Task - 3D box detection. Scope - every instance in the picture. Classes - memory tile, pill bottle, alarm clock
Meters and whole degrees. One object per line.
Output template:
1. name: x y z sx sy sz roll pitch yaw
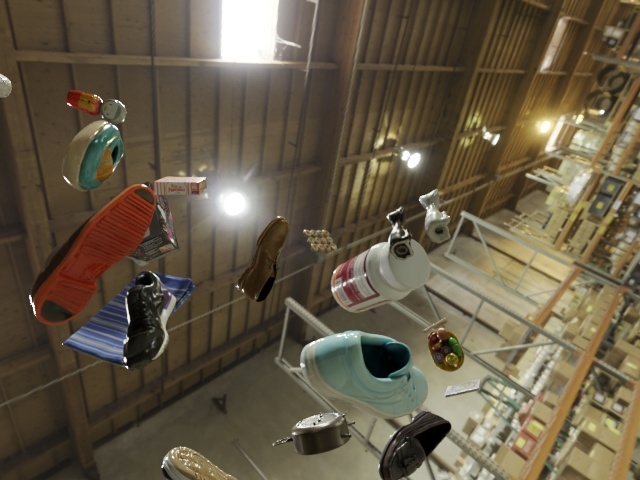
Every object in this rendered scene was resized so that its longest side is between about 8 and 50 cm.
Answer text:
1. memory tile: 0.000 0.000 1.762 0.147 0.113 0.012 -1 -35 -43
2. pill bottle: 0.226 0.138 1.593 0.224 0.224 0.392 -32 -1 -34
3. alarm clock: -0.019 0.440 0.931 0.191 0.064 0.129 -18 -11 5

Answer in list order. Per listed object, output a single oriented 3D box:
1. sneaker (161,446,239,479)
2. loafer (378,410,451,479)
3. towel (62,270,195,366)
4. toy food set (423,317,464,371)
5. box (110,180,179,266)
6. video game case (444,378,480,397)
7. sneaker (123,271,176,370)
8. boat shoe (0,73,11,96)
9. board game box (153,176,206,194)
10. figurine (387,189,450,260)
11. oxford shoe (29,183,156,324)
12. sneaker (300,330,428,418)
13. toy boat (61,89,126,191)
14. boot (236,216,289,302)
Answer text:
1. sneaker: -0.233 0.501 0.749 0.153 0.099 0.282 -42 -50 -16
2. loafer: 0.288 0.607 1.215 0.302 0.095 0.109 -18 -85 -46
3. towel: -0.573 0.218 1.250 0.336 0.243 0.040 -57 -33 -46
4. toy food set: 0.503 0.426 1.680 0.128 0.218 0.071 -25 -37 11
5. box: -0.640 -0.062 1.479 0.163 0.247 0.142 -24 -29 -2
6. video game case: 0.512 0.531 1.465 0.122 0.011 0.087 -24 -7 24
7. sneaker: -0.431 0.179 0.972 0.107 0.283 0.124 -22 -61 -2
8. boat shoe: -0.805 -0.384 0.932 0.066 0.184 0.063 -57 -5 10
9. board game box: -0.483 -0.191 1.423 0.146 0.193 0.045 -1 -76 -9
10. figurine: 0.322 -0.066 1.366 0.214 0.210 0.092 -29 -56 24
11. oxford shoe: -0.393 0.004 0.690 0.271 0.098 0.097 -52 -34 -9
12. sneaker: 0.137 0.266 0.799 0.150 0.135 0.365 -28 -38 34
13. toy boat: -0.667 -0.294 1.228 0.318 0.148 0.268 119 162 -45
14. boot: -0.169 0.068 1.390 0.112 0.115 0.306 24 -88 -46
